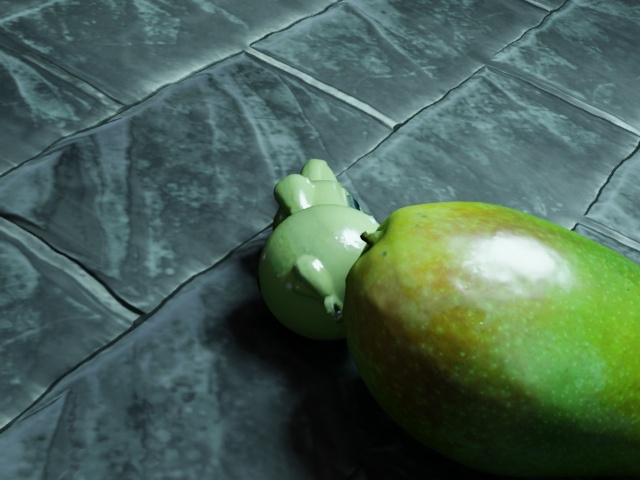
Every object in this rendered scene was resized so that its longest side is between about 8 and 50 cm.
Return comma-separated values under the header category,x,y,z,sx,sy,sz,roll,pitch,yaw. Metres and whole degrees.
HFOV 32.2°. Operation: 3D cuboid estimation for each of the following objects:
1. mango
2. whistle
category,x,y,z,sx,sy,sz,roll,pitch,yaw
mango,0.194,0.102,0.965,0.382,0.201,0.225,24,56,-16
whistle,-0.008,0.007,1.112,0.141,0.141,0.294,2,19,-14
